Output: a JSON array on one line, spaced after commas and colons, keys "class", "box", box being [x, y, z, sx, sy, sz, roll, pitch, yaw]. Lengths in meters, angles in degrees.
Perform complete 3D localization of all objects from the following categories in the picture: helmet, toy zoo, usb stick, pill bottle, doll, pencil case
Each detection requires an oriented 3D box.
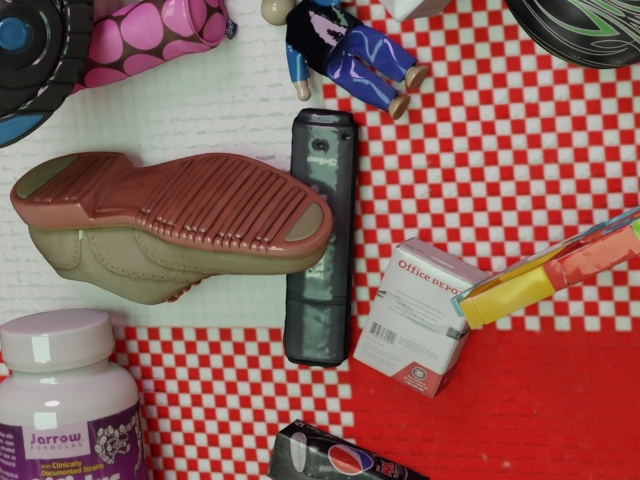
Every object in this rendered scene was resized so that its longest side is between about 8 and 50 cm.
[{"class": "helmet", "box": [0.254, -0.236, 1.411, 0.161, 0.169, 0.169, 46, 117, 28]}, {"class": "toy zoo", "box": [0.249, 0.011, 1.440, 0.293, 0.192, 0.030, -27, 89, 26]}, {"class": "usb stick", "box": [0.000, 0.000, 1.633, 0.077, 0.045, 0.278, 8, 104, 24]}, {"class": "pill bottle", "box": [-0.283, 0.236, 1.746, 0.169, 0.169, 0.302, -1, 101, 25]}, {"class": "doll", "box": [0.014, -0.197, 1.584, 0.189, 0.046, 0.129, 36, 112, 13]}, {"class": "pencil case", "box": [-0.201, -0.224, 1.654, 0.209, 0.098, 0.095, -13, 140, 26]}]

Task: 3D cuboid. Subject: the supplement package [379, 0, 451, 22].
[{"class": "supplement package", "box": [0.073, -0.314, 1.498, 0.105, 0.105, 0.179, -42, 82, 26]}]

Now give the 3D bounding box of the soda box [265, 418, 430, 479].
[{"class": "soda box", "box": [0.029, 0.257, 1.672, 0.168, 0.053, 0.060, 21, 109, 19]}]

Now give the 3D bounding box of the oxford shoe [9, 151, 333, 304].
[{"class": "oxford shoe", "box": [-0.149, -0.004, 1.661, 0.396, 0.140, 0.147, 9, 131, 33]}]

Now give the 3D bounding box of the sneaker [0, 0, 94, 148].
[{"class": "sneaker", "box": [-0.297, -0.251, 1.619, 0.125, 0.139, 0.341, 28, 83, -23]}]

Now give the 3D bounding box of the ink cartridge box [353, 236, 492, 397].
[{"class": "ink cartridge box", "box": [0.106, 0.078, 1.595, 0.099, 0.056, 0.135, 27, 112, 17]}]
